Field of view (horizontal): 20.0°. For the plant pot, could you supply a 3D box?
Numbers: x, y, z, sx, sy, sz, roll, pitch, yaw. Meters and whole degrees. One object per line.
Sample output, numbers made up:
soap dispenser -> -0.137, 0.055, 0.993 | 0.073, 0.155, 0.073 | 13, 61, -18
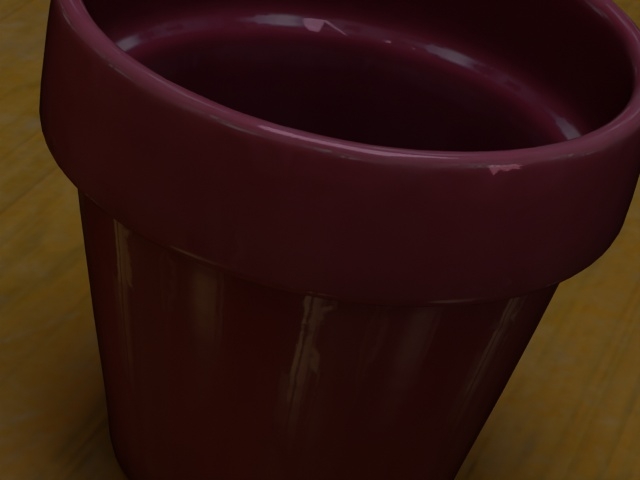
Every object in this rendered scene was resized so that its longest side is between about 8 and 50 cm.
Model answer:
plant pot -> 0.000, 0.000, 0.629 | 0.201, 0.180, 0.201 | 7, 30, -4
